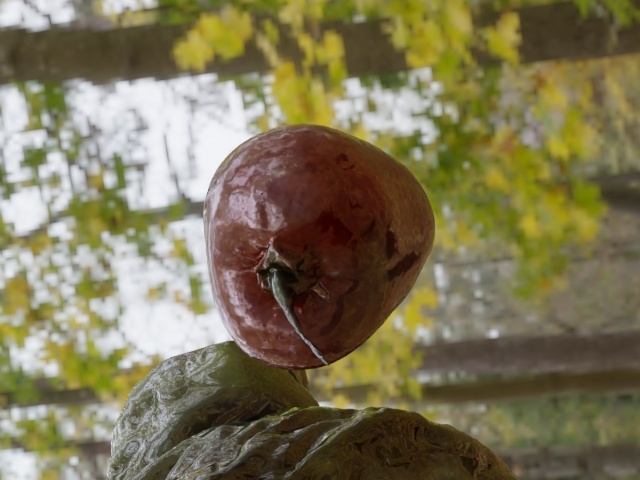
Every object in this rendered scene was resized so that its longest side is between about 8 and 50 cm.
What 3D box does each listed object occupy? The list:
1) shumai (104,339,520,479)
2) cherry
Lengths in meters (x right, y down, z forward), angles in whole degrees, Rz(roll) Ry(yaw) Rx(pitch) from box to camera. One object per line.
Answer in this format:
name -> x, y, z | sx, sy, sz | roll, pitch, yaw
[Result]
shumai -> -0.046, 0.209, 1.149 | 0.309, 0.304, 0.263 | 27, -172, -38
cherry -> -0.004, 0.004, 0.734 | 0.126, 0.087, 0.106 | 12, -89, -69
